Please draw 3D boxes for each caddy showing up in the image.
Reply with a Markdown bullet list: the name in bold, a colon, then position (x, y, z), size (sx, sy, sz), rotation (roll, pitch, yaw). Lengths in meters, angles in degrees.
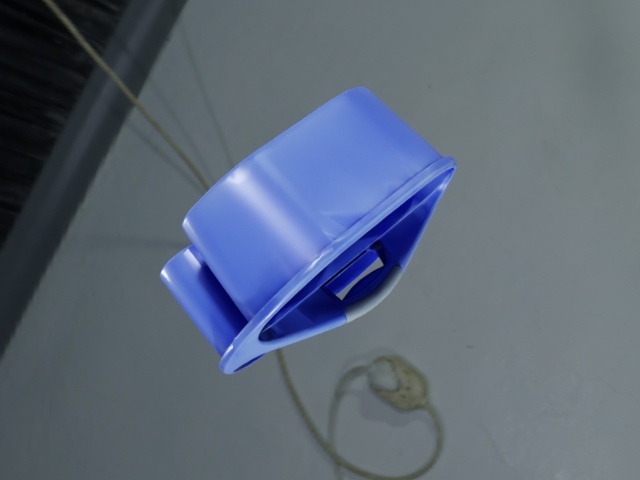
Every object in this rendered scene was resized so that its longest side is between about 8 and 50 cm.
- **caddy**: position (0.000, 0.000, 1.141), size (0.179, 0.341, 0.241), rotation (47, 147, 8)
